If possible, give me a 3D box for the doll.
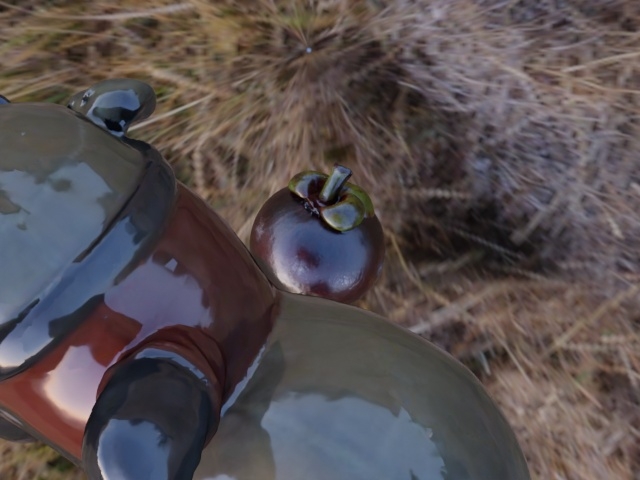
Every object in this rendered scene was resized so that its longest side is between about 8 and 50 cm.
[{"bbox_3d":[-0.056,0.061,0.712,0.330,0.235,0.174,40,68,-21],"label":"doll"}]

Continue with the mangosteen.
[{"bbox_3d":[-0.001,0.002,1.050,0.081,0.081,0.081,0,96,0],"label":"mangosteen"}]
